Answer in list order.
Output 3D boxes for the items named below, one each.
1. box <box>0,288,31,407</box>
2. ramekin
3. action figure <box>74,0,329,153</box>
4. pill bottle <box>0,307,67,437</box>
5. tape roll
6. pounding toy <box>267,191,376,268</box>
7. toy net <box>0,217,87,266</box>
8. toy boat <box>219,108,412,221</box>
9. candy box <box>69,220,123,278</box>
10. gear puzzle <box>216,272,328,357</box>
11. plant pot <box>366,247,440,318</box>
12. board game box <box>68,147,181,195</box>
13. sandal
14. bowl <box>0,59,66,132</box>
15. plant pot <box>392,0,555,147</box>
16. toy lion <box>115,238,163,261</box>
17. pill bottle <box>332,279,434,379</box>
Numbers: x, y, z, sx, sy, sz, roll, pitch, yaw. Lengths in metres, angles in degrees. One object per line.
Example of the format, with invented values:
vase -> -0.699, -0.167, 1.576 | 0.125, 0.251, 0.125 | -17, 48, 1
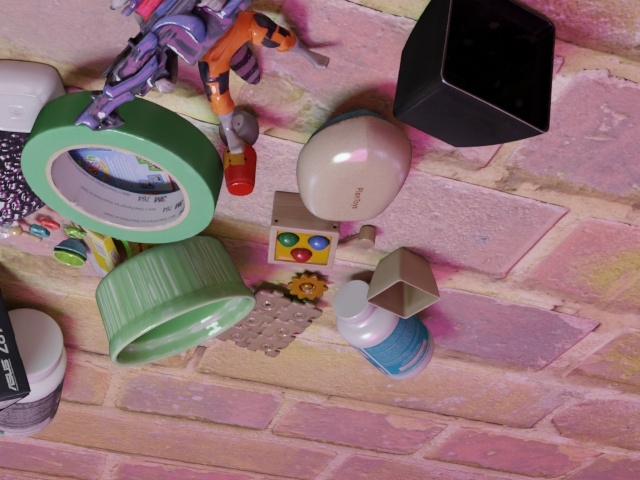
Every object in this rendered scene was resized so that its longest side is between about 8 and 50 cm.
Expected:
box -> -0.801, 0.250, 1.981 | 0.395, 0.318, 0.097 | -29, 163, 39
ramekin -> -0.292, 0.116, 1.780 | 0.303, 0.148, 0.303 | -24, 165, -7
action figure -> -0.194, -0.274, 1.284 | 0.341, 0.178, 0.330 | -37, 129, 11
pill bottle -> -0.717, 0.319, 2.166 | 0.204, 0.204, 0.361 | 13, 146, -13
tape roll -> -0.324, -0.112, 1.491 | 0.321, 0.077, 0.321 | 8, 149, 5
pounding toy -> 0.005, 0.006, 1.738 | 0.206, 0.094, 0.181 | 6, 146, -3
toy net -> -0.570, -0.011, 1.771 | 0.232, 0.045, 0.122 | 15, 158, -1
toy boat -> -0.009, -0.142, 1.503 | 0.318, 0.148, 0.267 | 3, 152, -12
candy box -> -0.440, 0.028, 1.825 | 0.105, 0.027, 0.206 | 35, 155, 24
gear puzzle -> -0.098, 0.152, 2.016 | 0.175, 0.044, 0.339 | 21, 139, -21
plant pot -> 0.166, 0.080, 1.831 | 0.109, 0.096, 0.109 | 25, 139, -28
board game box -> -0.326, -0.124, 1.626 | 0.211, 0.039, 0.160 | -1, 145, 5
sandal -> -0.654, -0.079, 1.613 | 0.446, 0.107, 0.167 | -28, 121, 4
bowl -> -0.492, -0.227, 1.480 | 0.142, 0.053, 0.142 | 5, 145, 0
plant pot -> 0.207, -0.239, 1.302 | 0.187, 0.188, 0.167 | 21, 155, -25
toy lion -> -0.351, 0.006, 1.788 | 0.034, 0.096, 0.100 | -13, 104, 45
pill bottle -> 0.130, 0.186, 1.946 | 0.146, 0.146, 0.264 | -16, 142, 26
